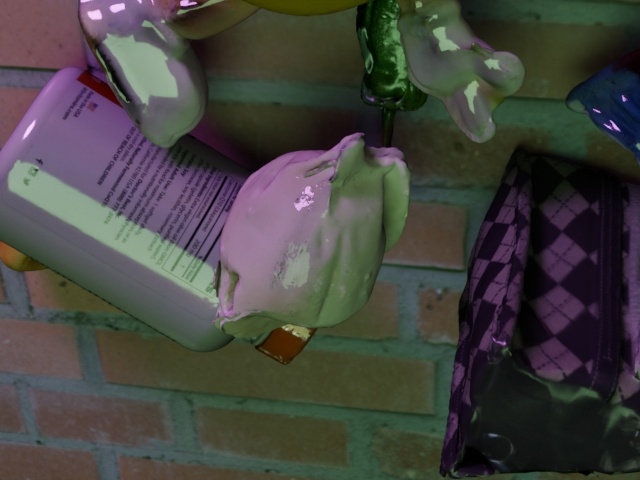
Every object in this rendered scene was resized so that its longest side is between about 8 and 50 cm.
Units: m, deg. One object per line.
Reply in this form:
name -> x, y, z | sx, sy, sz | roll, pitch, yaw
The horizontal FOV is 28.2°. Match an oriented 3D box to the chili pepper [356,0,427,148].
chili pepper -> 0.089, -0.174, 0.950 | 0.122, 0.065, 0.279 | 43, 123, 20

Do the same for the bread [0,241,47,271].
bread -> -0.249, -0.019, 1.144 | 0.049, 0.062, 0.103 | 54, 127, 25

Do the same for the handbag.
handbag -> 0.310, 0.100, 0.939 | 0.416, 0.316, 0.180 | 16, 119, 2

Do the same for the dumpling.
dumpling -> 0.000, 0.000, 0.960 | 0.136, 0.118, 0.199 | 7, 131, -38

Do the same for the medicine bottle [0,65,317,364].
medicine bottle -> -0.127, -0.009, 1.063 | 0.289, 0.157, 0.157 | 31, 124, -9

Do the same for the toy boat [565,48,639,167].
toy boat -> 0.335, -0.073, 0.944 | 0.309, 0.129, 0.142 | 15, 154, 3

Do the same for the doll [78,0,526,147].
doll -> -0.027, -0.222, 0.878 | 0.423, 0.161, 0.348 | 4, 125, 22
